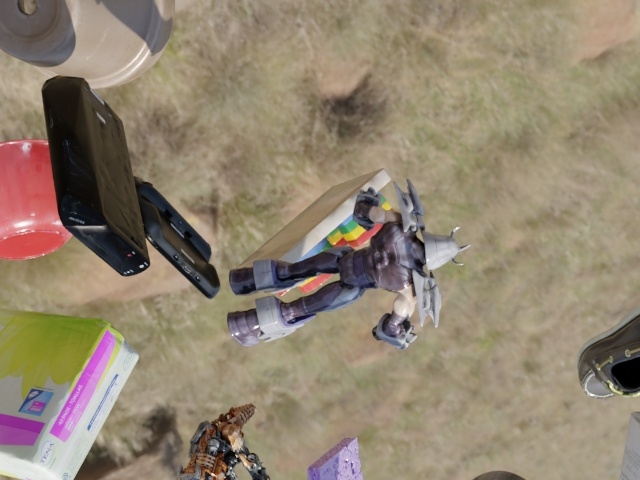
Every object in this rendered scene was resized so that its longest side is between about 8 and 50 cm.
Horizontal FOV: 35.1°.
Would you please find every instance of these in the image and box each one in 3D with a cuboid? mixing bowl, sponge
[{"bbox_3d":[-0.358,-0.038,1.214,0.182,0.098,0.181,-14,163,-4],"label":"mixing bowl"},{"bbox_3d":[0.032,0.480,2.028,0.031,0.117,0.210,-6,-176,23],"label":"sponge"}]

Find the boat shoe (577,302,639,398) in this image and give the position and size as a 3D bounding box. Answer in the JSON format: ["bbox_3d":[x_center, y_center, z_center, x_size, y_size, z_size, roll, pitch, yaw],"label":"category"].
[{"bbox_3d":[0.366,0.146,1.206,0.081,0.068,0.227,13,148,-4],"label":"boat shoe"}]

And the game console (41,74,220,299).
[{"bbox_3d":[-0.208,-0.026,1.189,0.044,0.213,0.361,-23,146,10],"label":"game console"}]

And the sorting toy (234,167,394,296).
[{"bbox_3d":[0.000,0.000,1.777,0.255,0.089,0.257,-41,-170,-18],"label":"sorting toy"}]

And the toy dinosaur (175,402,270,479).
[{"bbox_3d":[-0.194,0.451,2.109,0.164,0.218,0.322,2,-150,42],"label":"toy dinosaur"}]

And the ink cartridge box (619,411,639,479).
[{"bbox_3d":[0.414,0.298,1.088,0.189,0.066,0.232,2,110,-8],"label":"ink cartridge box"}]

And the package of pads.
[{"bbox_3d":[-0.419,0.207,1.414,0.297,0.229,0.101,1,143,34],"label":"package of pads"}]

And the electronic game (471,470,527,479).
[{"bbox_3d":[0.276,0.484,1.618,0.048,0.229,0.229,25,126,-33],"label":"electronic game"}]

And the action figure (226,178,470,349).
[{"bbox_3d":[0.033,0.036,1.130,0.285,0.185,0.099,-16,154,23],"label":"action figure"}]

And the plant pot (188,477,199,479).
[{"bbox_3d":[-0.162,0.532,1.619,0.236,0.236,0.212,-57,-155,-16],"label":"plant pot"}]

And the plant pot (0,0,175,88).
[{"bbox_3d":[-0.367,-0.336,1.442,0.263,0.263,0.229,-38,-175,18],"label":"plant pot"}]
